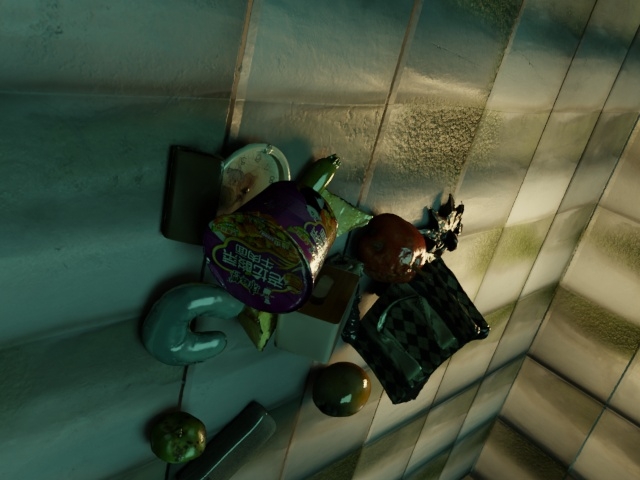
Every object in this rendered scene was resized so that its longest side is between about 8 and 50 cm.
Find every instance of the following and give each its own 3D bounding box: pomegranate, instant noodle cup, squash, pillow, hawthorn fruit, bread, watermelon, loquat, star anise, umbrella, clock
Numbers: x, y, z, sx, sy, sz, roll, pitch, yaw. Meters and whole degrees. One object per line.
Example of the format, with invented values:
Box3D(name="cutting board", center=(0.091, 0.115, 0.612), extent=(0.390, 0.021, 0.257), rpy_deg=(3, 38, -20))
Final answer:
Box3D(name="pomegranate", center=(-0.365, 0.504, 1.512), extent=(0.143, 0.122, 0.169), rpy_deg=(-11, 169, -9))
Box3D(name="instant noodle cup", center=(-0.090, 0.000, 1.231), extent=(0.190, 0.251, 0.251), rpy_deg=(-53, 152, -46))
Box3D(name="squash", center=(-0.038, -0.111, 1.446), extent=(0.258, 0.069, 0.069), rpy_deg=(-57, 144, 0))
Box3D(name="pillow", center=(-0.292, 0.195, 1.338), extent=(0.214, 0.086, 0.233), rpy_deg=(12, 115, -30))
Box3D(name="hawthorn fruit", center=(0.230, 0.044, 1.719), extent=(0.208, 0.243, 0.207), rpy_deg=(-30, 139, -30))
Box3D(name="squash", center=(0.000, 0.000, 1.537), extent=(0.252, 0.170, 0.093), rpy_deg=(-60, -173, 4))
Box3D(name="bread", center=(-0.154, 0.137, 1.458), extent=(0.178, 0.142, 0.265), rpy_deg=(-75, 165, -52))
Box3D(name="watermelon", center=(0.250, 0.110, 1.931), extent=(0.181, 0.075, 0.092), rpy_deg=(-49, 144, -9))
Box3D(name="loquat", center=(0.069, 0.493, 1.945), extent=(0.227, 0.179, 0.179), rpy_deg=(10, 109, -55))
Box3D(name="star anise", center=(0.430, -0.024, 2.010), extent=(0.272, 0.103, 0.271), rpy_deg=(-25, 131, -33))
Box3D(name="umbrella", center=(0.075, 0.195, 1.771), extent=(0.106, 0.113, 0.357), rpy_deg=(-55, 151, -40))
Box3D(name="clock", center=(-0.168, -0.112, 1.310), extent=(0.236, 0.053, 0.236), rpy_deg=(-31, 139, -32))

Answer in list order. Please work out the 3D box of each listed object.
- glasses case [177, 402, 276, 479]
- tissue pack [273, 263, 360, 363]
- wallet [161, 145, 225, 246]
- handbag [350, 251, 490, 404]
Box3D(name="glasses case", center=(-0.272, 0.629, 1.742), extent=(0.323, 0.074, 0.131), rpy_deg=(-42, 140, -18))
Box3D(name="tissue pack", center=(-0.007, 0.184, 1.552), extent=(0.246, 0.160, 0.135), rpy_deg=(-59, 163, -59))
Box3D(name="wallet", center=(-0.260, -0.087, 1.196), extent=(0.031, 0.110, 0.198), rpy_deg=(-84, -173, -66))
Box3D(name="handbag", center=(0.302, 0.285, 1.839), extent=(0.180, 0.316, 0.416), rpy_deg=(6, 130, -47))
